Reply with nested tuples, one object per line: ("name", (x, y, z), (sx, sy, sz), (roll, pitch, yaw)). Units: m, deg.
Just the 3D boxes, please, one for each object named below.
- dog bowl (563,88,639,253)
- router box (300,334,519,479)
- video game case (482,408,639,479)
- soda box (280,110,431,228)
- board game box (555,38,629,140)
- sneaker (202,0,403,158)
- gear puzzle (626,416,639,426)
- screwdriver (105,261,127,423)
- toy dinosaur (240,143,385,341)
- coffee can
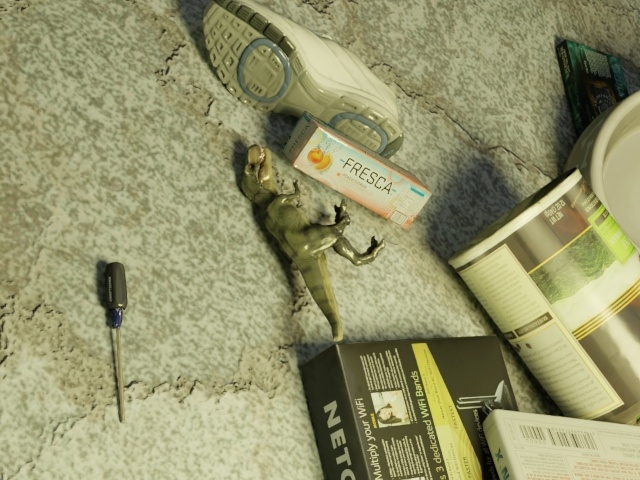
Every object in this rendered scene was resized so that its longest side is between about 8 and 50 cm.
("dog bowl", (0.522, -0.072, 1.621), (0.348, 0.102, 0.349), (0, 73, 0))
("router box", (0.128, 0.264, 1.282), (0.243, 0.081, 0.309), (2, 65, -35))
("video game case", (0.359, 0.323, 1.242), (0.329, 0.036, 0.300), (10, 40, -22))
("soda box", (0.045, -0.085, 1.405), (0.183, 0.058, 0.063), (28, 14, -28))
("board game box", (0.439, -0.219, 1.809), (0.126, 0.026, 0.186), (11, 60, -32))
("sneaker", (-0.022, -0.212, 1.441), (0.297, 0.111, 0.129), (36, 37, -23))
("gear puzzle", (0.442, 0.255, 1.474), (0.339, 0.044, 0.175), (-36, 116, -18))
("screwdriver", (-0.209, 0.103, 1.175), (0.025, 0.024, 0.170), (0, 70, -3))
("toy dinosaur", (0.000, 0.000, 1.333), (0.118, 0.064, 0.268), (-13, 58, -30))
("coffee can", (0.320, 0.077, 1.443), (0.275, 0.201, 0.201), (53, 48, 1))
